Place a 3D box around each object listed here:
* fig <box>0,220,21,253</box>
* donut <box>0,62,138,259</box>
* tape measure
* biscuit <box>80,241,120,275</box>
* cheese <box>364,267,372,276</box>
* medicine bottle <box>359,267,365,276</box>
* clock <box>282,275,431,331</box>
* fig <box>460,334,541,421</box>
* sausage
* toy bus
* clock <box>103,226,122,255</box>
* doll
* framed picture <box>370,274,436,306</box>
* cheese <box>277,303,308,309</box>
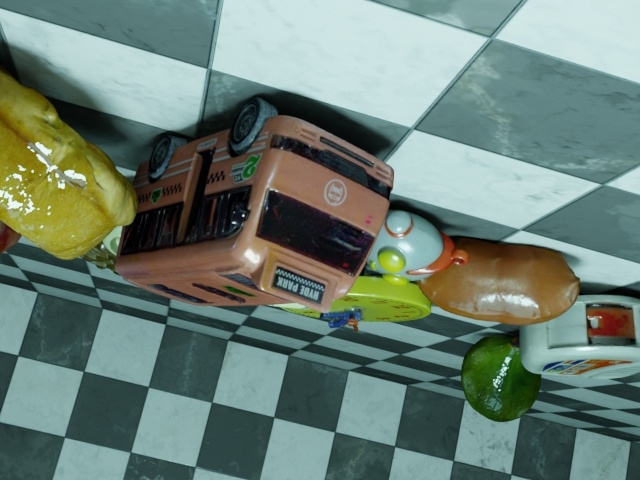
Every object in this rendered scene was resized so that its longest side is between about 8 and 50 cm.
[{"bbox_3d":[-0.636,-0.065,1.559,0.224,0.224,0.263,22,166,-31],"label":"fig"},{"bbox_3d":[-0.391,-0.106,1.162,0.317,0.150,0.299,48,171,-37],"label":"donut"},{"bbox_3d":[0.491,0.168,1.548,0.265,0.130,0.258,4,164,-4],"label":"tape measure"},{"bbox_3d":[-0.359,0.025,1.848,0.332,0.103,0.332,12,166,3],"label":"biscuit"},{"bbox_3d":[-0.012,0.085,1.858,0.085,0.034,0.400,50,153,-14],"label":"cheese"},{"bbox_3d":[0.013,0.036,1.586,0.132,0.088,0.188,3,163,16],"label":"medicine bottle"},{"bbox_3d":[0.056,0.118,1.559,0.294,0.071,0.277,-11,160,42],"label":"clock"},{"bbox_3d":[0.450,0.301,2.059,0.203,0.203,0.235,16,141,-11],"label":"fig"},{"bbox_3d":[0.284,0.070,1.404,0.258,0.133,0.133,7,164,20],"label":"sausage"},{"bbox_3d":[-0.108,-0.026,1.176,0.203,0.233,0.427,23,163,-31],"label":"toy bus"},{"bbox_3d":[-0.265,-0.013,1.555,0.379,0.120,0.276,15,161,2],"label":"clock"},{"bbox_3d":[0.068,0.003,1.374,0.337,0.105,0.199,10,150,16],"label":"doll"},{"bbox_3d":[0.144,0.111,1.881,0.260,0.023,0.189,0,161,40],"label":"framed picture"},{"bbox_3d":[0.000,0.000,1.282,0.127,0.054,0.251,10,127,-37],"label":"cheese"}]
